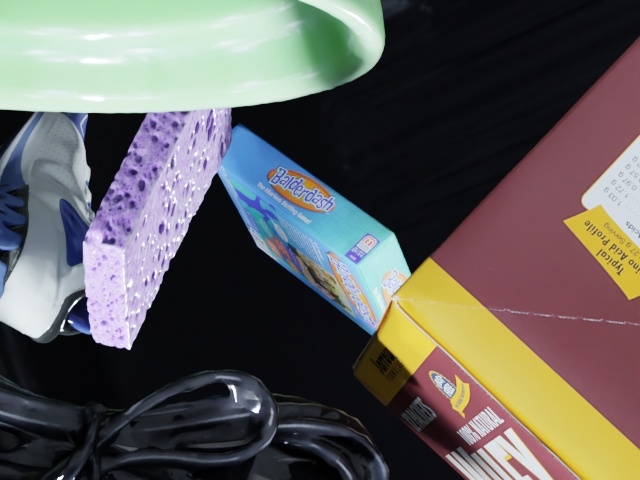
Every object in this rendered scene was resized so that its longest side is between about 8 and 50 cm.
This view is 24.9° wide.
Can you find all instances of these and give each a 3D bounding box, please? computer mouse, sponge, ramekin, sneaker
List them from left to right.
[{"bbox_3d":[-0.123,-0.153,0.617,0.303,0.303,0.148,8,-99,-53],"label":"ramekin"},{"bbox_3d":[-0.272,0.001,1.478,0.182,0.127,0.315,38,-148,-21],"label":"sneaker"},{"bbox_3d":[-0.066,0.166,0.410,0.189,0.072,0.272,10,-126,-21],"label":"computer mouse"},{"bbox_3d":[-0.109,-0.038,1.003,0.117,0.031,0.210,96,-168,-51],"label":"sponge"}]

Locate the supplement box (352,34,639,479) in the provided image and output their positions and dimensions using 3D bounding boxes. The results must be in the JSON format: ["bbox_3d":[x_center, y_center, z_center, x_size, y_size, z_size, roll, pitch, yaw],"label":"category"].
[{"bbox_3d":[0.149,0.034,0.539,0.191,0.129,0.194,43,-104,7],"label":"supplement box"}]

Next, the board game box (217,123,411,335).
[{"bbox_3d":[0.000,0.000,1.334,0.047,0.210,0.160,-43,-35,-13],"label":"board game box"}]
